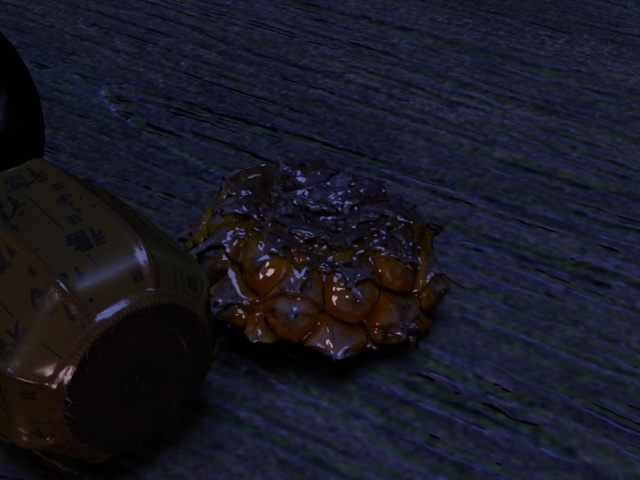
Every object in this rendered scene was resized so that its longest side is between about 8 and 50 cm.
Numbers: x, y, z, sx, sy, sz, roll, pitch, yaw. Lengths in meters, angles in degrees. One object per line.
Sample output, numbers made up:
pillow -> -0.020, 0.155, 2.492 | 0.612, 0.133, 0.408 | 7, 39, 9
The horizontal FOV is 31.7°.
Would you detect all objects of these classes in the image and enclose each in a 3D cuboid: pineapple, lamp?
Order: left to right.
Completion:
lamp -> -0.163, 0.042, 0.717 | 0.161, 0.161, 0.185 | -28, 44, -33
pineapple -> 0.000, 0.000, 0.813 | 0.225, 0.076, 0.225 | 8, 33, -5

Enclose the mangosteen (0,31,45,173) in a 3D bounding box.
mangosteen -> -0.333, -0.078, 0.859 | 0.228, 0.228, 0.265 | -29, 11, -33
